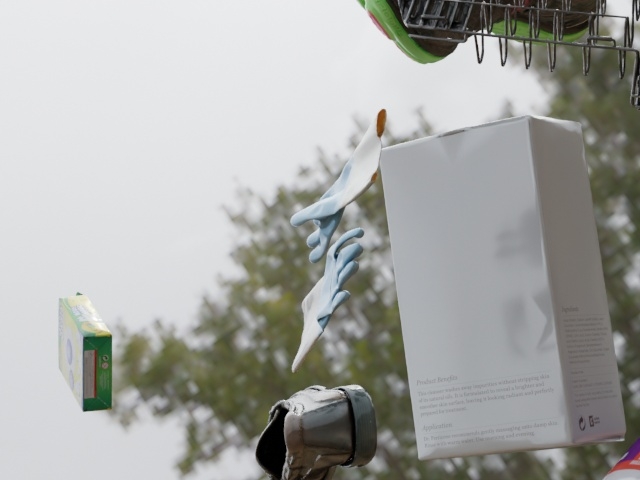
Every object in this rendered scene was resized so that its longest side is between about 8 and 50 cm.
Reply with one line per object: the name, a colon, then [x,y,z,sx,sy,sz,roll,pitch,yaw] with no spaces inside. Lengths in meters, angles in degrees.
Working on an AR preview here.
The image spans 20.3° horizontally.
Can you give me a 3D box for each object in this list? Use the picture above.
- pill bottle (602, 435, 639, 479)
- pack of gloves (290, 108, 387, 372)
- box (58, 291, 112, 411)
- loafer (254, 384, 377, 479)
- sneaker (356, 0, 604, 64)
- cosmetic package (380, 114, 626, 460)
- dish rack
pill bottle: [0.452,0.244,1.989,0.323,0.181,0.181,-43,-13,-32]
pack of gloves: [0.000,0.000,1.771,0.046,0.195,0.232,15,-27,-9]
box: [-0.306,0.139,2.302,0.043,0.179,0.105,-3,-73,-17]
loafer: [-0.024,0.180,1.648,0.084,0.096,0.267,-4,-13,-17]
sneaker: [0.208,-0.342,2.193,0.482,0.185,0.202,-15,-25,-48]
cosmetic package: [0.214,0.059,2.121,0.217,0.385,0.156,-9,-8,33]
dish rack: [0.213,-0.232,1.635,0.074,0.271,0.208,78,-154,-51]
